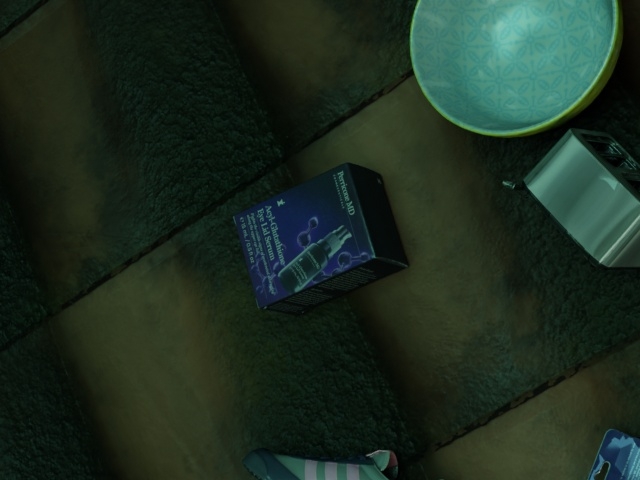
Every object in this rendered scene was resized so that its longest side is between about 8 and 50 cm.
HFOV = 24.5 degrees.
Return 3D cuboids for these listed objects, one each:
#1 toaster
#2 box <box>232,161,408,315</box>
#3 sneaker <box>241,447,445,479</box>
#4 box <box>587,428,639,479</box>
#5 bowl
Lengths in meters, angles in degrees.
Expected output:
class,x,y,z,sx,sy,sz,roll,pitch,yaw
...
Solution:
class,x,y,z,sx,sy,sz,roll,pitch,yaw
toaster,0.360,-0.050,1.882,0.168,0.186,0.110,50,117,26
box,0.000,0.000,2.122,0.207,0.108,0.153,-26,70,24
sneaker,0.041,0.341,2.064,0.319,0.112,0.131,23,77,27
box,0.445,0.339,1.860,0.225,0.036,0.136,22,93,29
bowl,0.282,-0.267,1.975,0.289,0.156,0.289,-4,81,29
